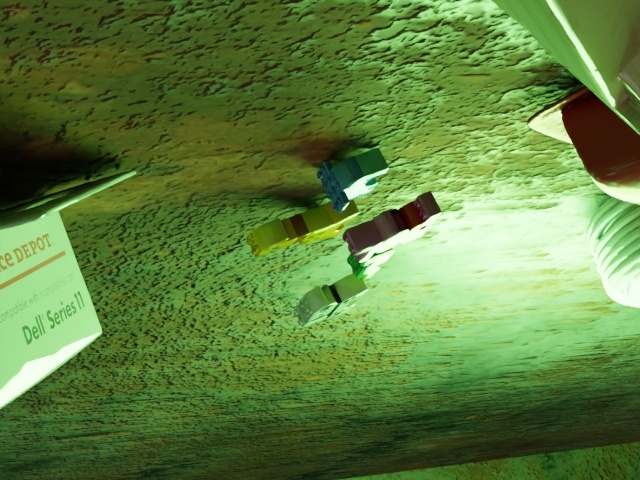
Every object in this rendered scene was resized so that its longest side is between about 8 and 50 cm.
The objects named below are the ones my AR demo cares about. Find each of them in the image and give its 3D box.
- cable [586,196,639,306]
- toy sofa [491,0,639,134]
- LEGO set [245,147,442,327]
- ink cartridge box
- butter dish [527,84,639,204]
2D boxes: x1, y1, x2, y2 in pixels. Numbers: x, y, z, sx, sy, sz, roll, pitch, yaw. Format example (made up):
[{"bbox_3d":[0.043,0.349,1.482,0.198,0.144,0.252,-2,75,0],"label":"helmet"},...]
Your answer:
[{"bbox_3d":[0.386,-0.010,1.233,0.257,0.089,0.257,-14,160,5],"label":"cable"},{"bbox_3d":[0.125,-0.172,0.552,0.150,0.177,0.362,-46,158,9],"label":"toy sofa"},{"bbox_3d":[0.000,0.000,1.041,0.093,0.087,0.227,-20,165,-24],"label":"LEGO set"},{"bbox_3d":[-0.296,0.066,0.906,0.353,0.119,0.207,-17,-172,15],"label":"ink cartridge box"},{"bbox_3d":[0.265,-0.069,0.965,0.160,0.118,0.160,-28,154,36],"label":"butter dish"}]
